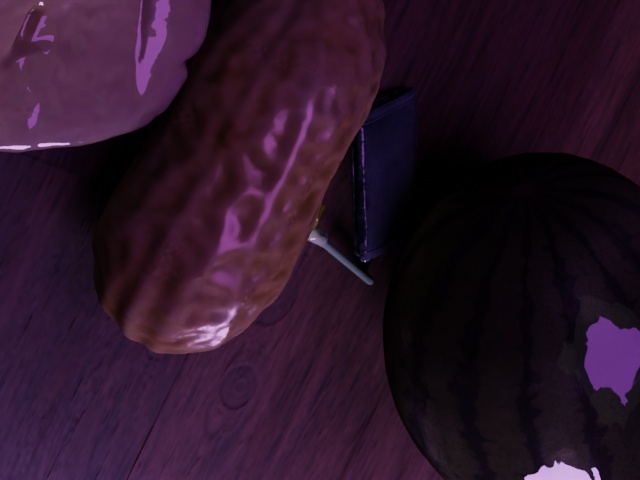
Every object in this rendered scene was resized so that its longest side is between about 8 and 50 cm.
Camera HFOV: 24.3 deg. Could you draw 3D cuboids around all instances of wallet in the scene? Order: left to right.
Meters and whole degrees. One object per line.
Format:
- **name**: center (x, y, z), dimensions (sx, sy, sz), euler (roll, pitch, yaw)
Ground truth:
- **wallet**: center (0.051, -0.056, 1.214), dimensions (0.088, 0.026, 0.129), euler (-30, 125, -50)

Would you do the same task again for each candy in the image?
- **candy**: center (0.000, 0.000, 1.195), dimensions (0.194, 0.062, 0.058), euler (41, 36, -55)

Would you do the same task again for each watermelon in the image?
- **watermelon**: center (0.196, 0.097, 1.256), dimensions (0.279, 0.279, 0.359), euler (-42, 133, -20)

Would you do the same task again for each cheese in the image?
- **cheese**: center (-0.186, -0.136, 0.913), dimensions (0.263, 0.093, 0.159), euler (-8, 118, -42)

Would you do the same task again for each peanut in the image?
- **peanut**: center (-0.049, -0.068, 1.038), dimensions (0.325, 0.140, 0.153), euler (-62, 164, 0)
